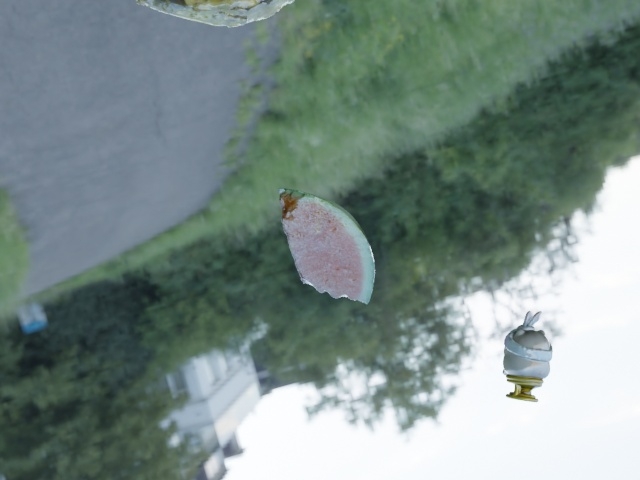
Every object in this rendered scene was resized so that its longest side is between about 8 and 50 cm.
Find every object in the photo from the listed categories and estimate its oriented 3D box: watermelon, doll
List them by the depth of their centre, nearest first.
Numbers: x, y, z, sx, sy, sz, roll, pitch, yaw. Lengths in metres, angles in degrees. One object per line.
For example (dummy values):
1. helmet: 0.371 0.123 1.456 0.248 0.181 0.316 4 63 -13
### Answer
1. doll: 0.286 0.161 1.362 0.073 0.127 0.084 11 174 -21
2. watermelon: 0.016 -0.009 1.662 0.128 0.231 0.146 -16 -163 6

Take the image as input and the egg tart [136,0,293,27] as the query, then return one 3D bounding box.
1. egg tart: -0.182 -0.488 1.524 0.351 0.352 0.150 -17 152 -23
